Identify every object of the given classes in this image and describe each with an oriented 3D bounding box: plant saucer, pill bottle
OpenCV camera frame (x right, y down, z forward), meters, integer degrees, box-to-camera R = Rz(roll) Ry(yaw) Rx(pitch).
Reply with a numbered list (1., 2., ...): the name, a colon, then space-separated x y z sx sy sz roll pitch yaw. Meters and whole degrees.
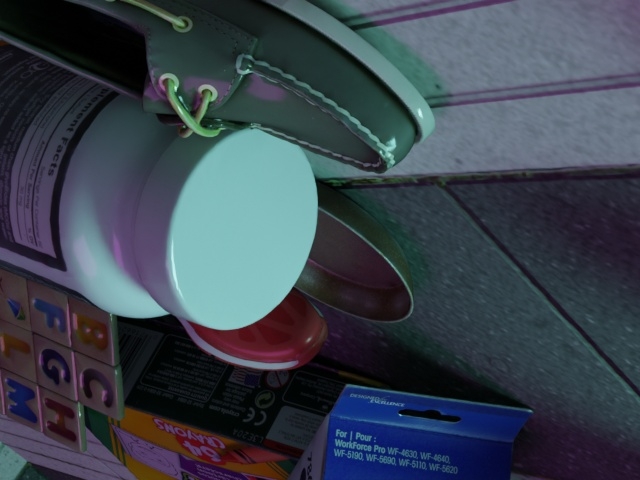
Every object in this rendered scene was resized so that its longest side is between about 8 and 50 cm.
1. plant saucer: 0.000 0.000 1.061 0.168 0.029 0.168 29 158 13
2. pill bottle: -0.146 -0.039 0.985 0.278 0.162 0.162 18 154 39

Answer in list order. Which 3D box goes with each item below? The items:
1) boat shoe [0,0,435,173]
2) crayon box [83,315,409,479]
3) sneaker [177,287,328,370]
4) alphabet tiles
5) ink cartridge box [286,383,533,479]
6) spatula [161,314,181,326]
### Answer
1. boat shoe: -0.082 -0.110 0.844 0.305 0.091 0.109 29 159 11
2. crayon box: -0.056 0.219 1.474 0.363 0.106 0.313 12 151 31
3. sneaker: -0.101 0.024 1.179 0.221 0.087 0.128 23 158 22
4. alphabet tiles: -0.318 0.047 1.416 0.342 0.011 0.285 18 119 35
5. ink cartridge box: 0.048 0.239 1.246 0.165 0.065 0.333 9 141 -12
6. spatula: -0.112 0.095 1.443 0.168 0.019 0.242 14 152 41
